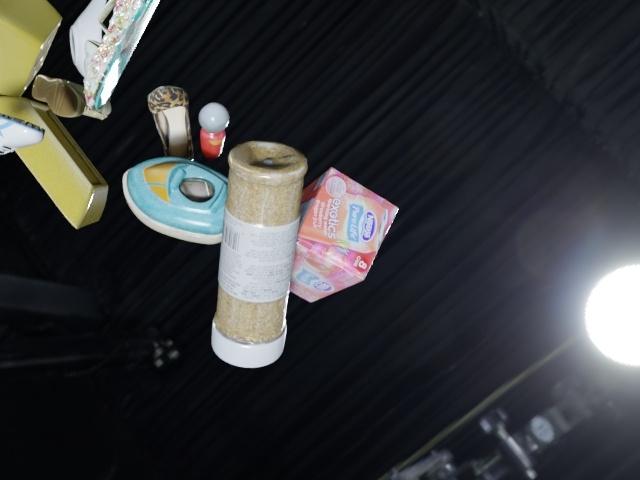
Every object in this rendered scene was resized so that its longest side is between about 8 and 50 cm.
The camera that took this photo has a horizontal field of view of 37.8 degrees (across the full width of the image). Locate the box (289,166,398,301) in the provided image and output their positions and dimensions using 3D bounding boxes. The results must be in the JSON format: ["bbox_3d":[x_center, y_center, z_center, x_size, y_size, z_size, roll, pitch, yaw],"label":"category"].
[{"bbox_3d":[0.000,0.000,1.687,0.142,0.154,0.300,31,161,-10],"label":"box"}]

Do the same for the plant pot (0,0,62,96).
[{"bbox_3d":[-0.653,-0.420,1.903,0.187,0.212,0.212,27,-145,-14],"label":"plant pot"}]

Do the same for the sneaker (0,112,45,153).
[{"bbox_3d":[-0.549,-0.159,1.533,0.085,0.237,0.086,25,-113,-61],"label":"sneaker"}]

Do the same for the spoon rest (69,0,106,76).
[{"bbox_3d":[-0.440,-0.439,1.782,0.137,0.084,0.277,-164,67,-68],"label":"spoon rest"}]

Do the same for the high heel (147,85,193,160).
[{"bbox_3d":[-0.338,-0.251,2.175,0.261,0.093,0.186,118,139,-81],"label":"high heel"}]

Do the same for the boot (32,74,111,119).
[{"bbox_3d":[-0.674,-0.391,2.641,0.203,0.095,0.262,11,-170,-44],"label":"boot"}]

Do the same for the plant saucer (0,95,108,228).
[{"bbox_3d":[-0.586,-0.190,2.072,0.333,0.081,0.333,55,178,-7],"label":"plant saucer"}]

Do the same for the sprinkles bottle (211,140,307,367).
[{"bbox_3d":[-0.098,0.027,1.454,0.121,0.356,0.121,6,-149,-4],"label":"sprinkles bottle"}]

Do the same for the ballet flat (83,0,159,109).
[{"bbox_3d":[-0.352,-0.340,1.582,0.077,0.241,0.091,31,-171,2],"label":"ballet flat"}]

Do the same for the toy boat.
[{"bbox_3d":[-0.274,-0.151,2.005,0.267,0.148,0.318,17,-127,2],"label":"toy boat"}]
